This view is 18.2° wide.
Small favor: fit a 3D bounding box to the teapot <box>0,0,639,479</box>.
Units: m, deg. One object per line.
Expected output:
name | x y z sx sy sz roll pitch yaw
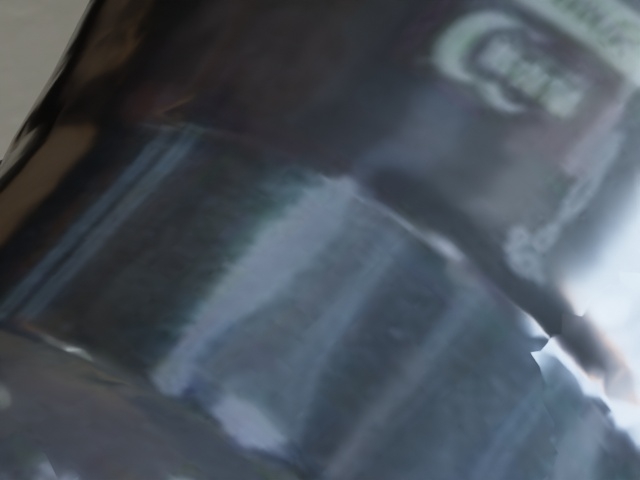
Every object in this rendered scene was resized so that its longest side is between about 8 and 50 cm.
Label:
teapot | 0.000 0.000 0.536 0.376 0.362 0.305 25 -37 22
